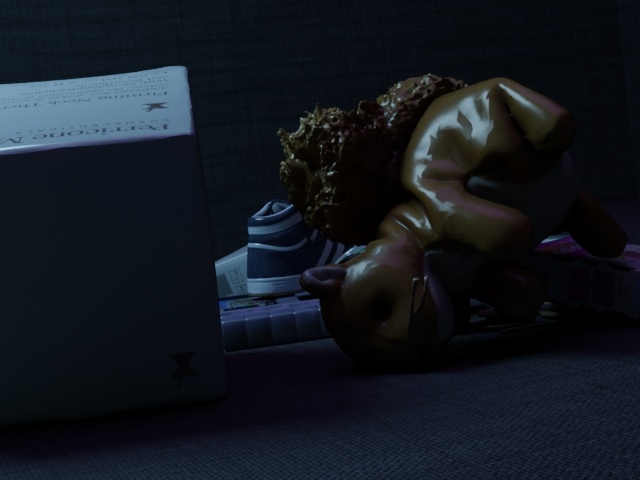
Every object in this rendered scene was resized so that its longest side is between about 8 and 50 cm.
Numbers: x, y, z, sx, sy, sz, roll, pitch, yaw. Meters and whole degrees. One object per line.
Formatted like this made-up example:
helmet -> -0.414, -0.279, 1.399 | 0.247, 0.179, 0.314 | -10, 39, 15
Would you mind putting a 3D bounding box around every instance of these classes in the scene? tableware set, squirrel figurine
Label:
tableware set -> 0.306, 0.093, 1.714 | 0.194, 0.039, 0.128 | -8, 3, -21
squirrel figurine -> 0.120, -0.023, 1.553 | 0.397, 0.370, 0.281 | 39, -9, 36

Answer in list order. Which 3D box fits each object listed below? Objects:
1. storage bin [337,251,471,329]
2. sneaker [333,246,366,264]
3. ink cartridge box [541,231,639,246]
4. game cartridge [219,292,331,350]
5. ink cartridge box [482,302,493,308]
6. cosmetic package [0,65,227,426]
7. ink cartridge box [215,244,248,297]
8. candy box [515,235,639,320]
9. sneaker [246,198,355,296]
storage bin -> 0.117, 0.071, 1.714 | 0.180, 0.122, 0.084 | -9, 3, 6
sneaker -> 0.173, 0.052, 1.887 | 0.302, 0.121, 0.108 | -8, -30, -16
ink cartridge box -> 0.576, 0.005, 2.553 | 0.181, 0.056, 0.224 | -4, 6, 40
game cartridge -> -0.060, 0.116, 1.961 | 0.230, 0.068, 0.355 | -3, 3, -6
ink cartridge box -> 0.209, 0.012, 1.800 | 0.209, 0.062, 0.109 | 31, -32, 3
cosmetic package -> -0.300, -0.009, 1.506 | 0.329, 0.328, 0.394 | -7, 20, -6
ink cartridge box -> -0.037, 0.014, 2.322 | 0.308, 0.091, 0.385 | -22, 3, 36
candy box -> 0.402, 0.051, 1.650 | 0.233, 0.071, 0.159 | 10, 14, 42
sneaker -> 0.000, 0.000, 2.005 | 0.282, 0.153, 0.099 | -9, 4, -34
